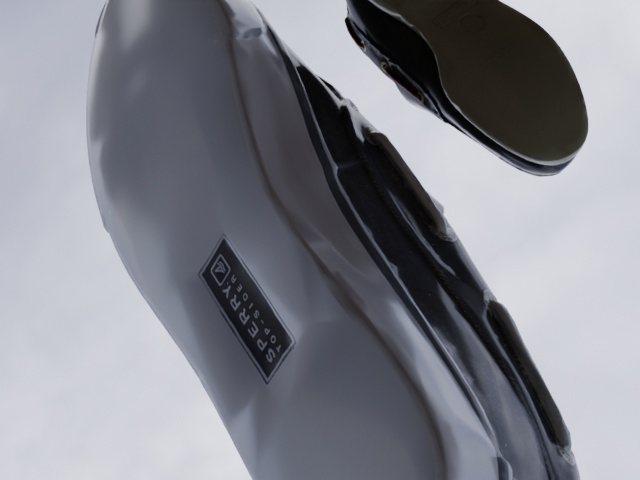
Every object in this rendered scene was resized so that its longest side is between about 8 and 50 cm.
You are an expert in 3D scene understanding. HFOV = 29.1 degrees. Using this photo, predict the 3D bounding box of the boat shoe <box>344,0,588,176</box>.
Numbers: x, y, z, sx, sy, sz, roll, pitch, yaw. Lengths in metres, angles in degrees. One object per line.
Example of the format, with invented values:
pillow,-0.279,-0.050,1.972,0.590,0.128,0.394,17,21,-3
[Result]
boat shoe,0.055,-0.070,0.481,0.049,0.042,0.133,-30,-121,-18

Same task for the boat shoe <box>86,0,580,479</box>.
boat shoe,0.000,0.000,0.480,0.102,0.108,0.301,6,-141,-43
